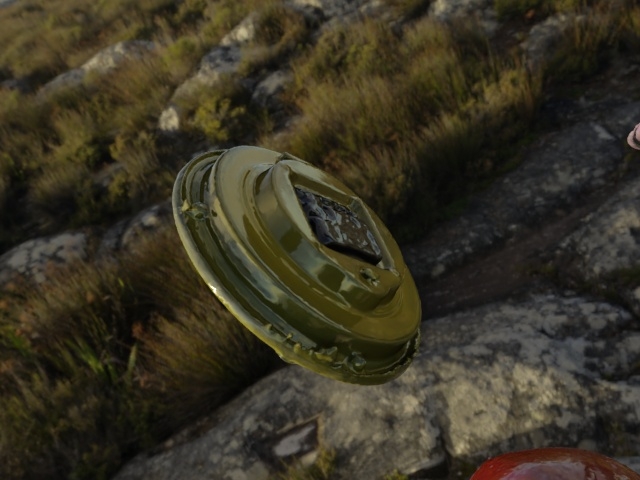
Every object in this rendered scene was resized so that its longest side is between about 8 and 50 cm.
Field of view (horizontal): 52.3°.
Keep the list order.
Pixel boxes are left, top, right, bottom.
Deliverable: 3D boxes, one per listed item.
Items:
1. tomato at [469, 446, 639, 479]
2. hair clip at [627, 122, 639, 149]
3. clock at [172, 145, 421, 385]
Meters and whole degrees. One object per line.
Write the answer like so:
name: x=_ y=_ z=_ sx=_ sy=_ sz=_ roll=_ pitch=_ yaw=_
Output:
tomato: x=0.184 y=0.265 z=0.508 sx=0.184 sy=0.208 sz=0.208 roll=29 pitch=47 yaw=13
hair clip: x=0.496 y=-0.197 z=0.811 sx=0.110 sy=0.358 sz=0.095 roll=-39 pitch=68 yaw=-7
clock: x=0.000 y=0.000 z=0.500 sx=0.057 sy=0.237 sz=0.237 roll=-48 pitch=17 yaw=26
